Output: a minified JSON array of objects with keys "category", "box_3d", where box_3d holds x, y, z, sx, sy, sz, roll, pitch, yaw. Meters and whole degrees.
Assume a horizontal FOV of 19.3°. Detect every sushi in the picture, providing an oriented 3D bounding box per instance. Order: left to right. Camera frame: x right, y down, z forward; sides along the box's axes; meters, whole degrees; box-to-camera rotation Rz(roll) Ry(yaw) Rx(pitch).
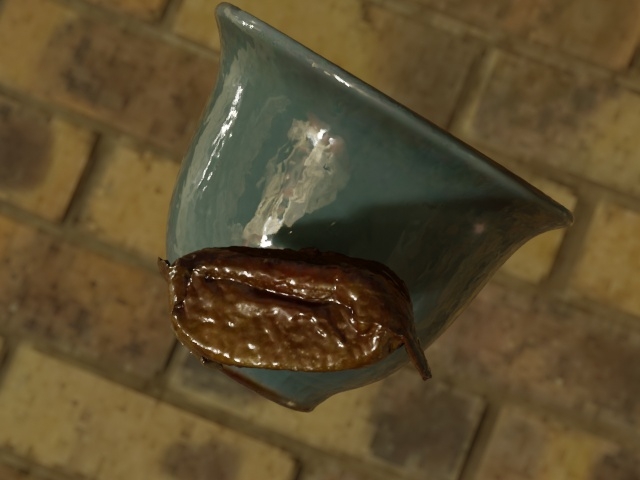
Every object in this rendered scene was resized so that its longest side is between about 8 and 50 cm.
[{"category":"sushi","box_3d":[-0.014,0.027,0.752,0.120,0.052,0.055,2,173,14]}]

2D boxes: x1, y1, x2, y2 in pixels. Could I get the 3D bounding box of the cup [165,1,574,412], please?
[{"category":"cup","box_3d":[0.000,0.000,0.900,0.199,0.150,0.199,31,-177,-2]}]
